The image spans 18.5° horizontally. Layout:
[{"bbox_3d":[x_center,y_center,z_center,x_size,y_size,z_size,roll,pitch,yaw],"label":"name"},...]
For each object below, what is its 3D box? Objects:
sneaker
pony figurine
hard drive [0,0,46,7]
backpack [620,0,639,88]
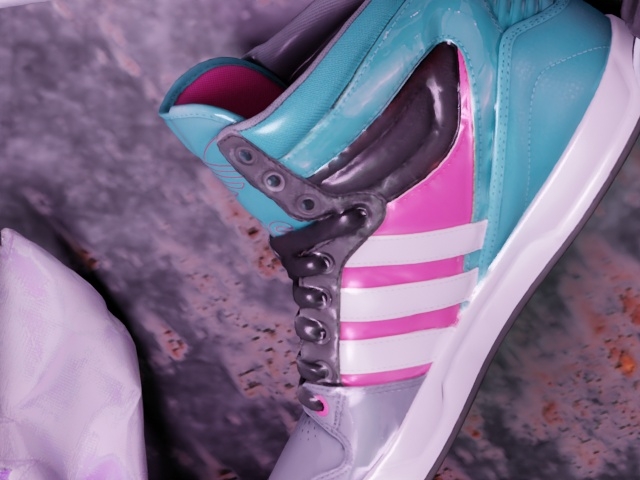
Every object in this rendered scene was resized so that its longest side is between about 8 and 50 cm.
[{"bbox_3d":[0.000,0.000,0.857,0.178,0.124,0.295,28,102,-11],"label":"sneaker"},{"bbox_3d":[-0.125,0.190,1.004,0.363,0.302,0.351,-26,153,23],"label":"pony figurine"},{"bbox_3d":[-0.121,-0.149,0.850,0.135,0.022,0.094,-6,128,14],"label":"hard drive"},{"bbox_3d":[0.252,-0.133,0.693,0.253,0.191,0.225,16,133,5],"label":"backpack"}]
